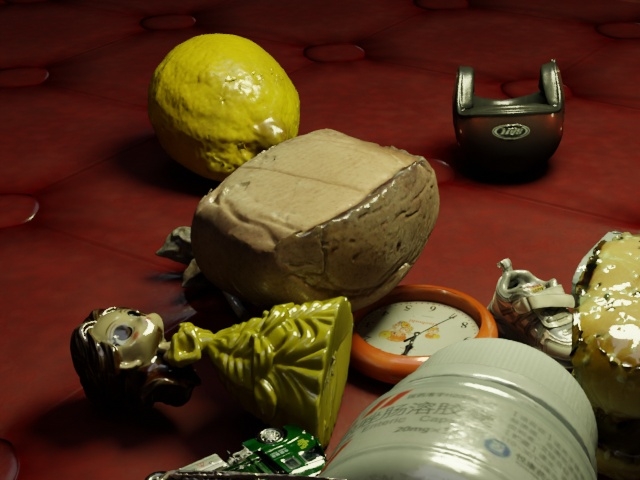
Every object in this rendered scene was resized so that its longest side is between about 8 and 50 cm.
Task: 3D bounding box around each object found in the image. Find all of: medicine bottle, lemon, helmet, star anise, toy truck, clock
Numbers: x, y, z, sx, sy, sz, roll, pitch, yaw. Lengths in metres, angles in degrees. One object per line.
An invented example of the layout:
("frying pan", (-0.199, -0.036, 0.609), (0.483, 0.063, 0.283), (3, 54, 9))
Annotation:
("medicine bottle", (0.126, 0.237, 1.023), (0.245, 0.245, 0.306), (8, 22, 18))
("lemon", (-0.162, -0.224, 1.963), (0.245, 0.245, 0.320), (-18, 36, -30))
("helmet", (0.320, -0.209, 1.959), (0.189, 0.193, 0.216), (-1, 15, 6))
("star anise", (-0.120, 0.022, 1.648), (0.230, 0.081, 0.262), (7, 24, -7))
("toy truck", (-0.102, 0.273, 1.138), (0.259, 0.088, 0.121), (-19, 30, -29))
("clock", (0.123, 0.121, 1.467), (0.205, 0.051, 0.205), (-3, 28, 2))

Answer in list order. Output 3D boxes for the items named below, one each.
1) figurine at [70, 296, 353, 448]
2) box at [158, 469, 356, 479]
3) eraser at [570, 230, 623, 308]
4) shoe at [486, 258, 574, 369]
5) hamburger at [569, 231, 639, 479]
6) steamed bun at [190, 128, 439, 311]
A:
("figurine", (-0.135, 0.132, 1.324), (0.315, 0.168, 0.187), (6, 54, 11))
("box", (-0.035, 0.342, 0.769), (0.190, 0.297, 0.225), (4, 27, 3))
("eraser", (0.472, 0.064, 1.536), (0.227, 0.081, 0.174), (15, 27, 31))
("shoe", (0.285, 0.091, 1.474), (0.089, 0.092, 0.180), (-16, 30, -28))
("hamburger", (0.423, 0.131, 1.282), (0.277, 0.195, 0.318), (7, 30, 19))
("steamed bun", (0.000, 0.000, 1.488), (0.252, 0.199, 0.301), (21, 42, 41))
